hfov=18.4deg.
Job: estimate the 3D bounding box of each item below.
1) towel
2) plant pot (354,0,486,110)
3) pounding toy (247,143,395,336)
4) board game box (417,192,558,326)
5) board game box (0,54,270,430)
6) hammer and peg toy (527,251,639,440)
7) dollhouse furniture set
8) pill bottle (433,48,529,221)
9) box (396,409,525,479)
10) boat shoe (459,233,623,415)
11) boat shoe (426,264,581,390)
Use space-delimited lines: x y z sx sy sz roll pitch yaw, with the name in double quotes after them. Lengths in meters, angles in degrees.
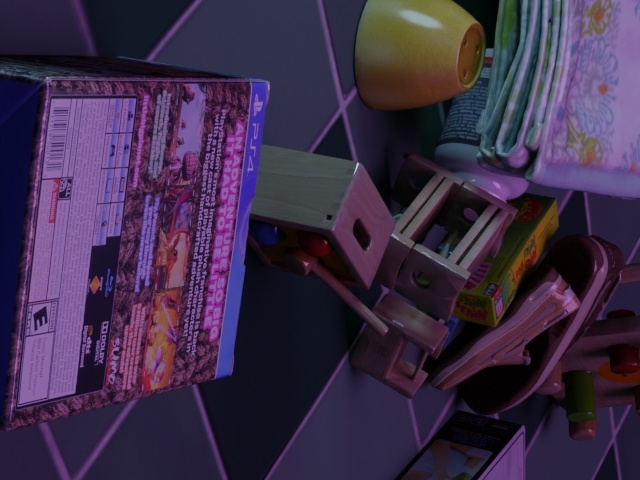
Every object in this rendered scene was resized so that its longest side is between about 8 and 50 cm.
0.288 -0.208 2.064 0.374 0.090 0.320 6 93 -60 "towel"
0.106 -0.187 1.940 0.134 0.095 0.134 -35 130 -55 "plant pot"
0.000 0.000 1.769 0.100 0.130 0.141 -67 151 -22 "pounding toy"
0.185 0.015 2.180 0.181 0.092 0.043 -53 145 -41 "board game box"
-0.179 -0.011 1.403 0.291 0.141 0.232 -7 107 -62 "board game box"
0.382 0.132 2.426 0.361 0.266 0.127 50 37 -59 "hammer and peg toy"
0.090 0.034 2.003 0.129 0.129 0.184 -49 165 -45 "dollhouse furniture set"
0.180 -0.103 2.106 0.108 0.108 0.180 49 58 -58 "pill bottle"
0.133 0.335 2.213 0.290 0.087 0.169 -39 133 -52 "box"
0.261 0.102 2.258 0.095 0.095 0.257 -4 138 -50 "boat shoe"
0.204 0.113 2.176 0.072 0.190 0.068 47 16 -11 "boat shoe"
